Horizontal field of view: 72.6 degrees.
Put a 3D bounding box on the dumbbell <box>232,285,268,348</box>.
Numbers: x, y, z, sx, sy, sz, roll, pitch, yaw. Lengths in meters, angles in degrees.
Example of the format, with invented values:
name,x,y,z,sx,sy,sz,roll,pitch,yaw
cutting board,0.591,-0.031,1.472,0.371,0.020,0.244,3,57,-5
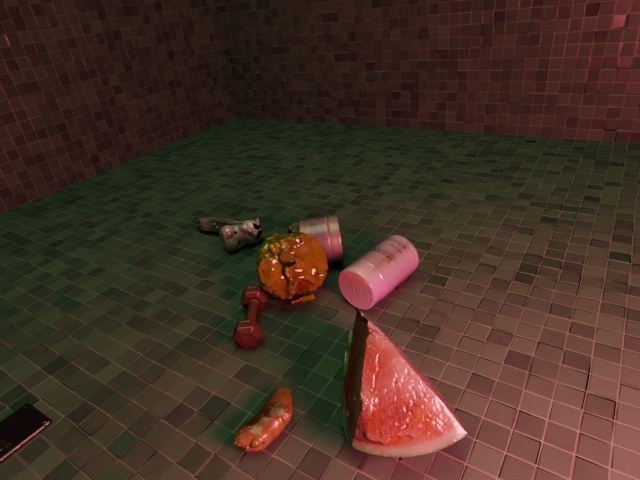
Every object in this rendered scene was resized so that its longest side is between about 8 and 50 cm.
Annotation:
name,x,y,z,sx,sy,sz,roll,pitch,yaw
dumbbell,-0.216,0.234,1.359,0.092,0.082,0.231,-7,30,3

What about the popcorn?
name,x,y,z,sx,sy,sz,roll,pitch,yaw
popcorn,-0.092,0.080,1.433,0.249,0.249,0.225,-24,0,-26

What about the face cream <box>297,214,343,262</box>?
name,x,y,z,sx,sy,sz,roll,pitch,yaw
face cream,0.000,0.000,1.620,0.152,0.177,0.177,-7,30,2

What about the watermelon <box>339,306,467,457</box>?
name,x,y,z,sx,sy,sz,roll,pitch,yaw
watermelon,0.126,0.343,1.006,0.222,0.319,0.292,-43,-5,-4

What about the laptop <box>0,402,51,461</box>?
name,x,y,z,sx,sy,sz,roll,pitch,yaw
laptop,-0.796,0.498,1.101,0.129,0.016,0.180,13,34,30

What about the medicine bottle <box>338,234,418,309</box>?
name,x,y,z,sx,sy,sz,roll,pitch,yaw
medicine bottle,0.192,0.100,1.430,0.152,0.152,0.254,20,39,38

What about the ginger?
name,x,y,z,sx,sy,sz,roll,pitch,yaw
ginger,-0.122,0.422,1.027,0.095,0.069,0.190,20,39,31

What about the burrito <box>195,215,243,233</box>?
name,x,y,z,sx,sy,sz,roll,pitch,yaw
burrito,-0.440,-0.067,1.948,0.309,0.066,0.096,10,29,26

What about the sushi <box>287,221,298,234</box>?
name,x,y,z,sx,sy,sz,roll,pitch,yaw
sushi,-0.066,-0.025,1.779,0.150,0.078,0.090,21,40,41

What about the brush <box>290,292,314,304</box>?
name,x,y,z,sx,sy,sz,roll,pitch,yaw
brush,-0.062,0.196,1.455,0.083,0.019,0.021,-15,21,-14

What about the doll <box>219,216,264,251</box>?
name,x,y,z,sx,sy,sz,roll,pitch,yaw
doll,-0.326,-0.025,1.807,0.180,0.110,0.107,-17,10,-14
